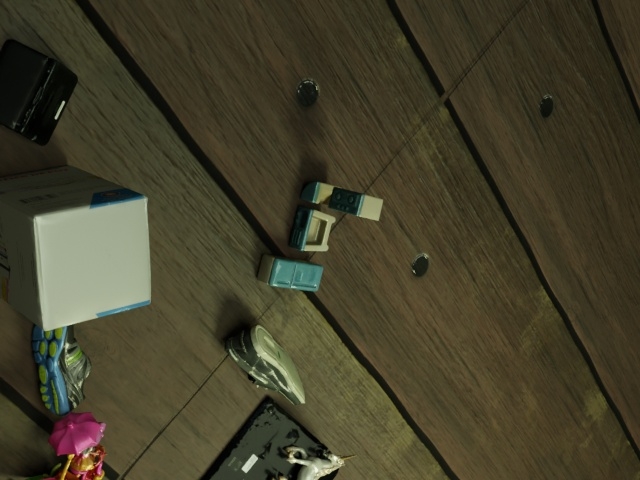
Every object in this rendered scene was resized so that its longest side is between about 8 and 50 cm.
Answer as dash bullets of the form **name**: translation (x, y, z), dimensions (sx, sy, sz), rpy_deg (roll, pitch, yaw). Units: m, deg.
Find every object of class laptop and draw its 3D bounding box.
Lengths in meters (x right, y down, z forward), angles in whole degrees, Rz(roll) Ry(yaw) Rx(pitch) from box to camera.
- **laptop**: translation (-0.100, 0.480, 1.911), dimensions (0.264, 0.136, 0.234), rpy_deg (43, 72, -12)

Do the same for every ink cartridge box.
- **ink cartridge box**: translation (-0.380, 0.002, 1.394), dimensions (0.171, 0.233, 0.168), rpy_deg (-14, 113, -37)

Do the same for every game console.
- **game console**: translation (-0.437, -0.219, 1.430), dimensions (0.122, 0.071, 0.107), rpy_deg (-65, 161, -4)

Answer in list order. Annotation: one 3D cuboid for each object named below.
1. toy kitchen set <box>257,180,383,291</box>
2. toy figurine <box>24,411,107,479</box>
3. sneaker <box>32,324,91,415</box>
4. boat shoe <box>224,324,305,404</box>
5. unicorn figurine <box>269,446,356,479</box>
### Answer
- **toy kitchen set**: translation (0.000, 0.000, 1.754), dimensions (0.122, 0.166, 0.207), rpy_deg (9, 96, -41)
- **toy figurine**: translation (-0.389, 0.349, 1.544), dimensions (0.173, 0.130, 0.159), rpy_deg (-6, 121, -61)
- **sneaker**: translation (-0.413, 0.186, 1.541), dimensions (0.078, 0.067, 0.188), rpy_deg (-24, 117, -56)
- **boat shoe**: translation (-0.099, 0.244, 1.818), dimensions (0.079, 0.084, 0.233), rpy_deg (-26, 134, 12)
- **unicorn figurine**: translation (-0.025, 0.447, 1.844), dimensions (0.111, 0.060, 0.162), rpy_deg (31, 92, -16)
